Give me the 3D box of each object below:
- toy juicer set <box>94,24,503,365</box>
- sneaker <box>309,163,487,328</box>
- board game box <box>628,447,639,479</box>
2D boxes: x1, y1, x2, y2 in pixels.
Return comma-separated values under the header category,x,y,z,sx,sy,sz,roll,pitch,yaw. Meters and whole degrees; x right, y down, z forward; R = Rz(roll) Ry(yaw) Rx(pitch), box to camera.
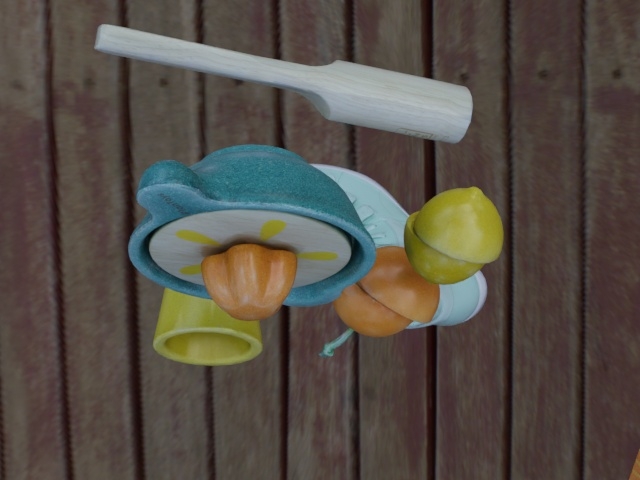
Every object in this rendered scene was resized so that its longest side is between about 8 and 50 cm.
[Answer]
category,x,y,z,sx,sy,sz,roll,pitch,yaw
toy juicer set,0.000,0.000,0.734,0.209,0.329,0.089,0,65,0
sneaker,0.030,-0.002,1.297,0.256,0.151,0.094,32,105,22
board game box,0.500,0.364,1.255,0.356,0.356,0.356,25,78,-14
